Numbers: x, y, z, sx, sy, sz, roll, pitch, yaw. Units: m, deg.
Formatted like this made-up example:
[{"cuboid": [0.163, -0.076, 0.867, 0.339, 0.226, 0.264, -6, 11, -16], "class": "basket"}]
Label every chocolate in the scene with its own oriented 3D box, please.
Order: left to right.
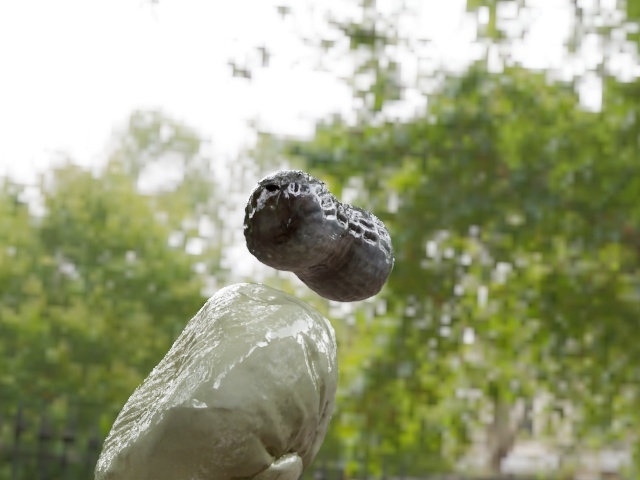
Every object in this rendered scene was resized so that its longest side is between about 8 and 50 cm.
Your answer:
[{"cuboid": [0.000, 0.000, 2.046, 0.110, 0.110, 0.248, -4, -17, 30], "class": "chocolate"}]

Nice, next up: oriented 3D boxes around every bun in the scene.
[{"cuboid": [-0.077, 0.156, 1.748, 0.160, 0.259, 0.259, 35, -19, -6], "class": "bun"}]
